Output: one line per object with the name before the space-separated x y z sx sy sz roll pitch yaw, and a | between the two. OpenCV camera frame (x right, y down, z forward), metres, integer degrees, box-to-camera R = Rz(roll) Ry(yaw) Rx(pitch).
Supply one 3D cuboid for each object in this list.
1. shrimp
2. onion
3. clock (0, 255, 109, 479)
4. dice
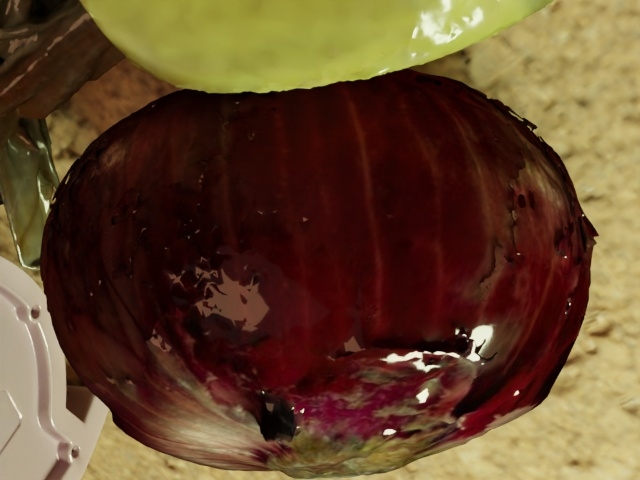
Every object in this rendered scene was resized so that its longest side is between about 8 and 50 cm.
shrimp | -0.133 -0.127 0.671 0.168 0.077 0.317 10 120 17
onion | 0.000 0.000 0.618 0.252 0.219 0.252 3 158 1
clock | -0.250 0.113 0.703 0.080 0.290 0.275 3 136 26
dice | -0.001 -0.164 0.522 0.169 0.166 0.169 -1 119 26
